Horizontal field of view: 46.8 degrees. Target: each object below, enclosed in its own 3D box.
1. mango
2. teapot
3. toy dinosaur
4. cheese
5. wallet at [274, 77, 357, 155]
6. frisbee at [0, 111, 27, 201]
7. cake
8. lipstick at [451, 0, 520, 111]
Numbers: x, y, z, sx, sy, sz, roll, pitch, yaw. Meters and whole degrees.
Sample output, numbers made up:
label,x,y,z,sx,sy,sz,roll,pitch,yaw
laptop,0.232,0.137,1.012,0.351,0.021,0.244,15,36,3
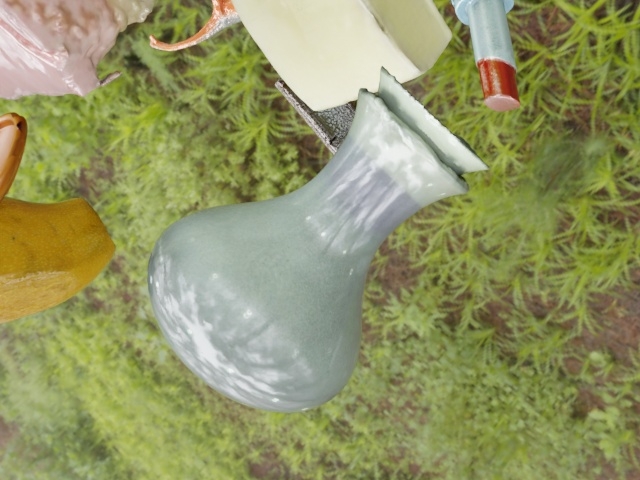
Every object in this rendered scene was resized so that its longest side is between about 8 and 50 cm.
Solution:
label,x,y,z,sx,sy,sz,roll,pitch,yaw
mango,-0.451,0.020,0.988,0.144,0.359,0.187,-19,71,55
teapot,0.000,0.000,0.551,0.183,0.251,0.183,41,-167,-12
toy dinosaur,-0.157,-0.389,1.211,0.280,0.055,0.101,-12,97,14
cheese,0.020,-0.327,1.077,0.265,0.124,0.242,-6,124,54
wallet,0.037,-0.249,1.424,0.243,0.133,0.039,52,172,3
frisbee,-0.356,-0.046,0.762,0.192,0.192,0.035,8,157,49
cake,-0.373,-0.368,0.920,0.314,0.306,0.293,4,148,45
lipstick,0.179,-0.255,0.806,0.068,0.274,0.061,-15,152,25
